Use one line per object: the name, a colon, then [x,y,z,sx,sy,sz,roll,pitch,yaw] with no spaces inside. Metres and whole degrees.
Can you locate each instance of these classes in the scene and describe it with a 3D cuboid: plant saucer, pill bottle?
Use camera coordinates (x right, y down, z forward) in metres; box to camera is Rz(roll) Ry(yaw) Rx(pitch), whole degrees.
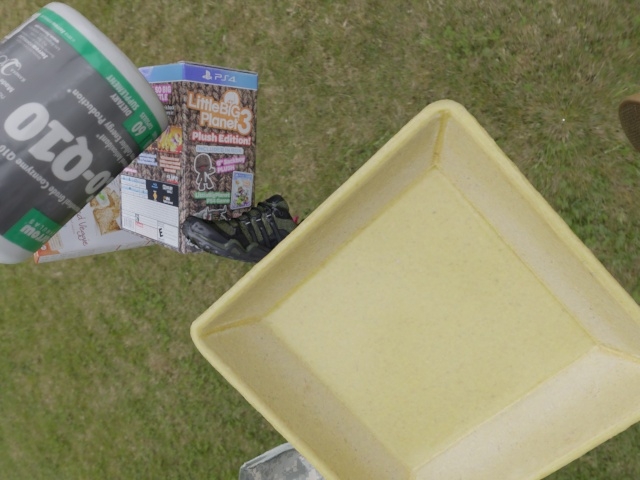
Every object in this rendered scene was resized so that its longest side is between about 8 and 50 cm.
plant saucer: [0.101,0.096,0.482,0.332,0.081,0.333,-42,95,17]
pill bottle: [-0.389,-0.103,0.615,0.204,0.204,0.361,38,77,13]

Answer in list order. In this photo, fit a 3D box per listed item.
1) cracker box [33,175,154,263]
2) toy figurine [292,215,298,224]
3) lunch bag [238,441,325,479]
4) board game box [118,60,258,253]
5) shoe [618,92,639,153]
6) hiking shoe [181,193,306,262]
cracker box: [-0.457,-0.054,0.988,0.067,0.232,0.156,-25,79,53]
toy figurine: [0.000,0.000,0.992,0.159,0.173,0.130,13,88,43]
lunch bag: [0.052,0.394,0.710,0.287,0.169,0.235,-35,118,24]
board game box: [-0.237,-0.146,0.855,0.232,0.141,0.291,15,107,42]
shoe: [0.378,-0.132,0.511,0.058,0.219,0.077,-20,93,14]
hiking shoe: [-0.102,-0.021,0.765,0.086,0.226,0.114,6,83,57]
